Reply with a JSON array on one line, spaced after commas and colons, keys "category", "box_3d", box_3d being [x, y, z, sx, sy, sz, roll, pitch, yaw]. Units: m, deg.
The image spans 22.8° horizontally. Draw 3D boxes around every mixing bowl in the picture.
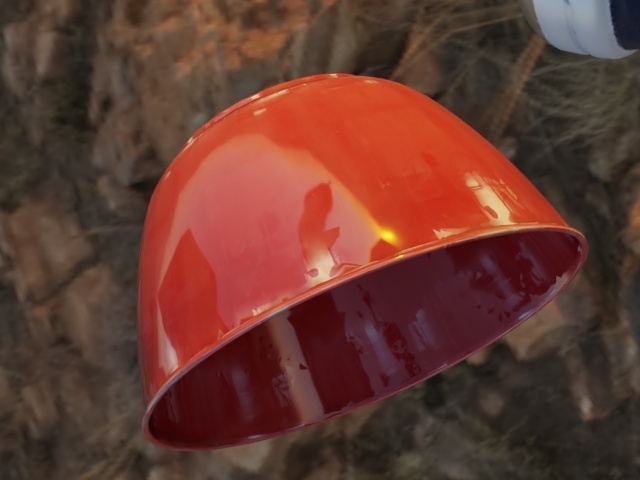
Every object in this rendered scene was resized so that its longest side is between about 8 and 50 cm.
[{"category": "mixing bowl", "box_3d": [0.000, 0.000, 0.616, 0.181, 0.181, 0.098, -41, 64, 39]}]

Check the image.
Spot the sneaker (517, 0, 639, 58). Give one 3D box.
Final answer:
[{"category": "sneaker", "box_3d": [0.139, -0.157, 0.304, 0.153, 0.099, 0.282, 21, 102, 22]}]
